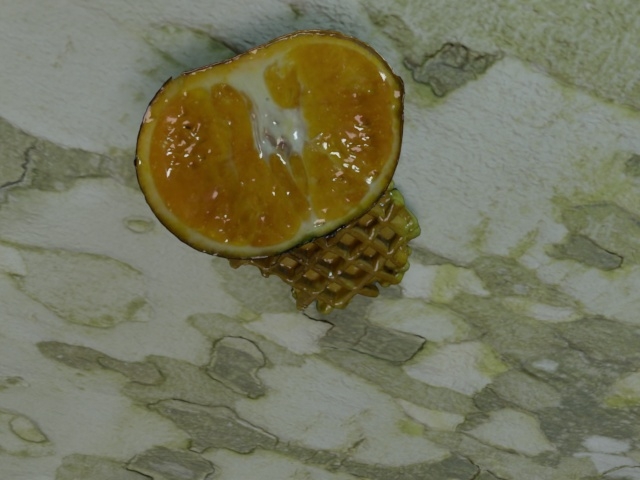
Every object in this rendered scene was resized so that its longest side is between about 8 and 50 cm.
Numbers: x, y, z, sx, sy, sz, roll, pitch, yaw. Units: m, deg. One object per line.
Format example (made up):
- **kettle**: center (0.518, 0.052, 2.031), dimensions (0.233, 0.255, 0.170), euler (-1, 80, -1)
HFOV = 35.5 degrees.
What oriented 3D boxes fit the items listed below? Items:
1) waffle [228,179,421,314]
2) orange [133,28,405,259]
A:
- **waffle**: center (-0.005, -0.007, 1.460), dimensions (0.281, 0.058, 0.301), euler (-24, 128, 17)
- **orange**: center (-0.064, -0.113, 1.243), dimensions (0.310, 0.274, 0.274), euler (-26, 136, -27)
